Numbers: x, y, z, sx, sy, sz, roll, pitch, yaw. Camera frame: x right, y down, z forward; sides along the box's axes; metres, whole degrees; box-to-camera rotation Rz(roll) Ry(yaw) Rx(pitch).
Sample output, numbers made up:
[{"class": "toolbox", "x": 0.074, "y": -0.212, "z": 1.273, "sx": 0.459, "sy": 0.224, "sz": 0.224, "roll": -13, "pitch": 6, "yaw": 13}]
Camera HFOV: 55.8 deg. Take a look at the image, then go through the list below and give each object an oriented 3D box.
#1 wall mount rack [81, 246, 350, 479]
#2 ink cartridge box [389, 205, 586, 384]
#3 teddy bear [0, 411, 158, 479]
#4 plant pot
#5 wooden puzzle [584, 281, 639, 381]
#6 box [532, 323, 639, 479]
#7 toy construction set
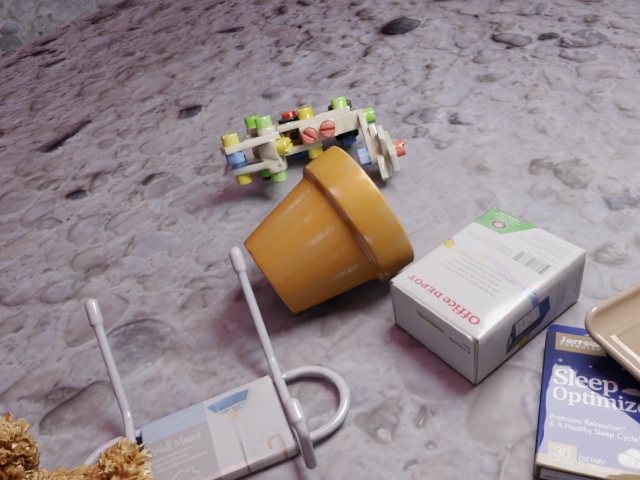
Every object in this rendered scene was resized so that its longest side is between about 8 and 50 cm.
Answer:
[{"class": "wall mount rack", "x": -0.152, "y": 0.174, "z": 0.743, "sx": 0.350, "sy": 0.130, "sz": 0.304, "roll": -19, "pitch": 40, "yaw": -10}, {"class": "ink cartridge box", "x": 0.221, "y": 0.065, "z": 0.811, "sx": 0.212, "sy": 0.093, "sz": 0.154, "roll": -31, "pitch": 43, "yaw": -24}, {"class": "teddy bear", "x": -0.282, "y": 0.295, "z": 0.566, "sx": 0.337, "sy": 0.245, "sz": 0.113, "roll": 0, "pitch": -3, "yaw": 24}, {"class": "plant pot", "x": 0.000, "y": 0.000, "z": 0.877, "sx": 0.188, "sy": 0.205, "sz": 0.205, "roll": -35, "pitch": 43, "yaw": -4}, {"class": "wooden puzzle", "x": 0.451, "y": 0.137, "z": 0.677, "sx": 0.221, "sy": 0.044, "sz": 0.239, "roll": -20, "pitch": 52, "yaw": -23}, {"class": "box", "x": 0.325, "y": 0.179, "z": 0.697, "sx": 0.136, "sy": 0.037, "sz": 0.225, "roll": 6, "pitch": 42, "yaw": 20}, {"class": "toy construction set", "x": -0.010, "y": -0.187, "z": 1.117, "sx": 0.327, "sy": 0.151, "sz": 0.215, "roll": -1, "pitch": 16, "yaw": 1}]
